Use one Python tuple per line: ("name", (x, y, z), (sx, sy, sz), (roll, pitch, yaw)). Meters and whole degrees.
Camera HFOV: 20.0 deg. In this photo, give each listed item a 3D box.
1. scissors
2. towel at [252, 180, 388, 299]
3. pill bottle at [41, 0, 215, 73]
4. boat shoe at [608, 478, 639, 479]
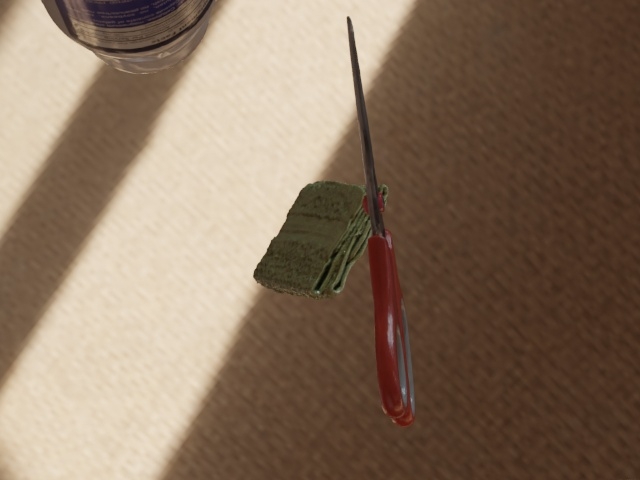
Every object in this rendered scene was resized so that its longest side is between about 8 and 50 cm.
("scissors", (0.040, -0.010, 1.313), (0.021, 0.109, 0.297), (-8, 89, 10))
("towel", (0.000, 0.000, 1.493), (0.110, 0.027, 0.148), (-59, 24, -12))
("pill bottle", (-0.114, -0.169, 1.040), (0.112, 0.187, 0.112), (-1, 74, 2))
("boat shoe", (0.323, 0.293, 1.590), (0.104, 0.285, 0.089), (-51, 31, 27))
